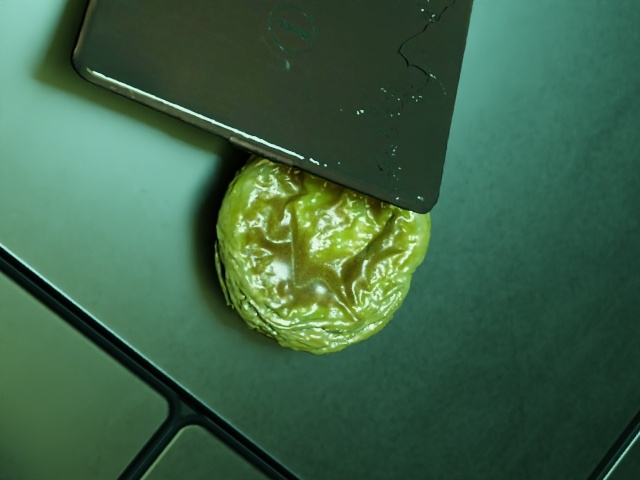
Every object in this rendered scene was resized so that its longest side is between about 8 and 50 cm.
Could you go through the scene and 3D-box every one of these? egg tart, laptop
[{"bbox_3d":[0.000,0.000,0.700,0.130,0.052,0.130,-2,97,-19],"label":"egg tart"},{"bbox_3d":[-0.019,-0.111,0.662,0.207,0.026,0.154,20,67,-20],"label":"laptop"}]
